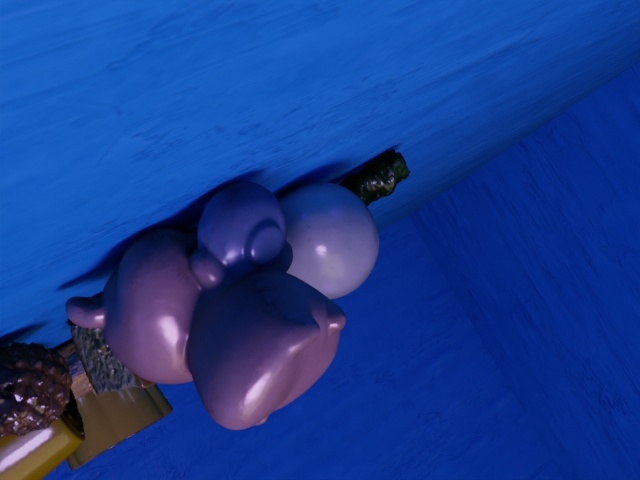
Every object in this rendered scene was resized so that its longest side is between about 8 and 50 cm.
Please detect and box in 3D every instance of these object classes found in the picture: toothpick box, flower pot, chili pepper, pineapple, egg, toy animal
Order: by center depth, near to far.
[{"bbox_3d":[-0.096,0.081,0.870,0.229,0.221,0.210,-33,171,31],"label":"toy animal"},{"bbox_3d":[-0.365,0.165,0.891,0.119,0.111,0.237,-62,163,4],"label":"pineapple"},{"bbox_3d":[0.000,0.000,1.090,0.151,0.151,0.209,-30,170,-1],"label":"egg"},{"bbox_3d":[-0.448,0.273,1.107,0.271,0.175,0.175,-33,177,-9],"label":"toothpick box"},{"bbox_3d":[0.027,-0.057,1.240,0.224,0.061,0.098,-31,-177,-9],"label":"chili pepper"},{"bbox_3d":[-0.380,0.268,1.458,0.195,0.179,0.195,-30,178,-1],"label":"flower pot"}]

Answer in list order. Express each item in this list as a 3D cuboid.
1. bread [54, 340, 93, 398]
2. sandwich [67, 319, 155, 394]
[{"bbox_3d":[-0.383,0.197,1.315,0.106,0.082,0.125,-40,170,-26],"label":"bread"},{"bbox_3d":[-0.207,0.107,1.130,0.122,0.128,0.235,-23,-179,42],"label":"sandwich"}]
